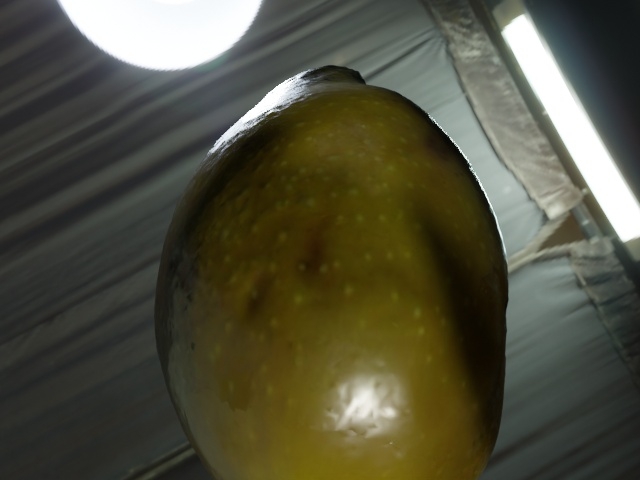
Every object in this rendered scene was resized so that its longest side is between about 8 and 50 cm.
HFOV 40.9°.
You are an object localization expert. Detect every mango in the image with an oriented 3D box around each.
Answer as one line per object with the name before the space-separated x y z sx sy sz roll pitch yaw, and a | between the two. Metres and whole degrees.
mango | -0.006 0.005 0.450 0.176 0.176 0.329 53 3 -28
